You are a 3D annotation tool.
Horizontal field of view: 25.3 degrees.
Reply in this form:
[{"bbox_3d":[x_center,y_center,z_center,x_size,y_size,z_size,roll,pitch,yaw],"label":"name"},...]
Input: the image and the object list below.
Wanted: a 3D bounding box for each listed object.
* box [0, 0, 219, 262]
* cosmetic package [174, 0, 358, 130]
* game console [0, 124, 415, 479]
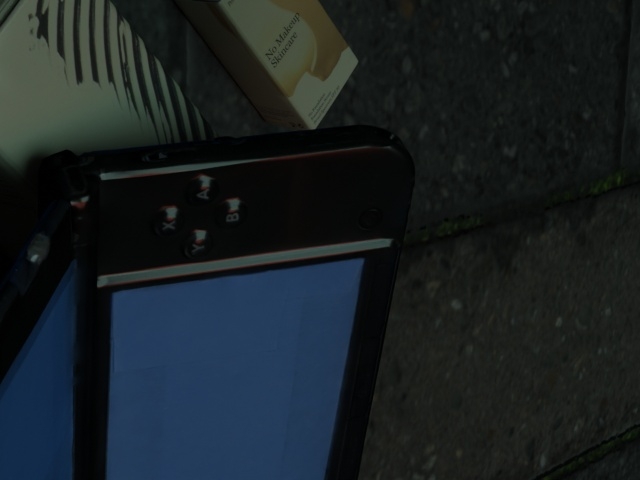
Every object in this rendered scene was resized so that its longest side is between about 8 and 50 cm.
[{"bbox_3d":[-0.110,-0.025,0.719,0.094,0.113,0.275,-59,139,-20],"label":"box"},{"bbox_3d":[-0.030,-0.123,0.834,0.060,0.041,0.115,-59,137,-19],"label":"cosmetic package"},{"bbox_3d":[-0.064,0.119,0.647,0.250,0.173,0.293,-7,130,-20],"label":"game console"}]
